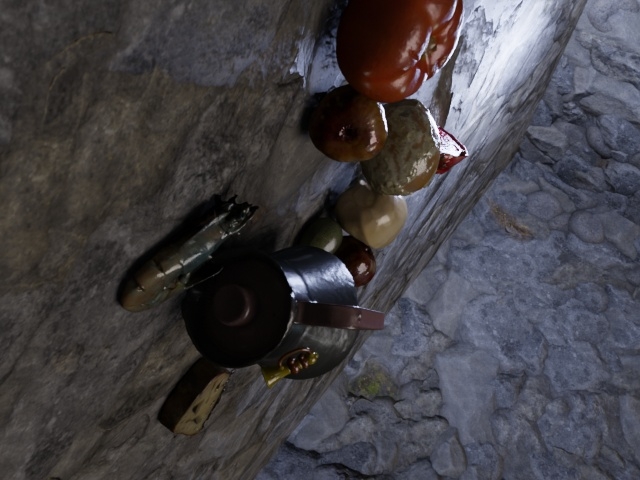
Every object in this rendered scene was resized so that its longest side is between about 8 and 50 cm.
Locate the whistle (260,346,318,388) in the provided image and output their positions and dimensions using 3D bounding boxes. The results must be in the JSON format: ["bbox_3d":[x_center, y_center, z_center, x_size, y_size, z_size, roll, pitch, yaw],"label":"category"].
[{"bbox_3d":[-0.059,0.226,1.181,0.109,0.057,0.046,-29,-160,1],"label":"whistle"}]

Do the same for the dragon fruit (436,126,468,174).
[{"bbox_3d":[0.370,-0.264,2.012,0.274,0.161,0.126,-29,147,-59],"label":"dragon fruit"}]

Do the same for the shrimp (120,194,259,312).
[{"bbox_3d":[-0.230,0.039,1.145,0.289,0.075,0.178,-47,169,-26],"label":"shrimp"}]

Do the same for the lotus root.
[{"bbox_3d":[-0.319,0.407,1.583,0.260,0.074,0.170,-60,162,21],"label":"lotus root"}]

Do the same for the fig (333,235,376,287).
[{"bbox_3d":[0.037,0.062,1.741,0.160,0.231,0.143,-45,128,-67],"label":"fig"}]

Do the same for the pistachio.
[{"bbox_3d":[0.144,-0.069,1.712,0.187,0.187,0.299,-57,163,8],"label":"pistachio"}]

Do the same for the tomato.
[{"bbox_3d":[0.135,-0.378,1.145,0.260,0.180,0.259,-46,158,-25],"label":"tomato"}]

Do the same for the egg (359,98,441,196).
[{"bbox_3d":[0.194,-0.225,1.550,0.203,0.203,0.245,10,90,-71],"label":"egg"}]

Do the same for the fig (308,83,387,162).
[{"bbox_3d":[0.066,-0.243,1.330,0.159,0.159,0.257,-59,180,13],"label":"fig"}]

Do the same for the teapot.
[{"bbox_3d":[-0.065,0.151,1.332,0.362,0.376,0.305,16,78,-64],"label":"teapot"}]

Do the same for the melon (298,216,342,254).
[{"bbox_3d":[0.000,0.000,1.631,0.130,0.098,0.098,-49,163,-2],"label":"melon"}]
